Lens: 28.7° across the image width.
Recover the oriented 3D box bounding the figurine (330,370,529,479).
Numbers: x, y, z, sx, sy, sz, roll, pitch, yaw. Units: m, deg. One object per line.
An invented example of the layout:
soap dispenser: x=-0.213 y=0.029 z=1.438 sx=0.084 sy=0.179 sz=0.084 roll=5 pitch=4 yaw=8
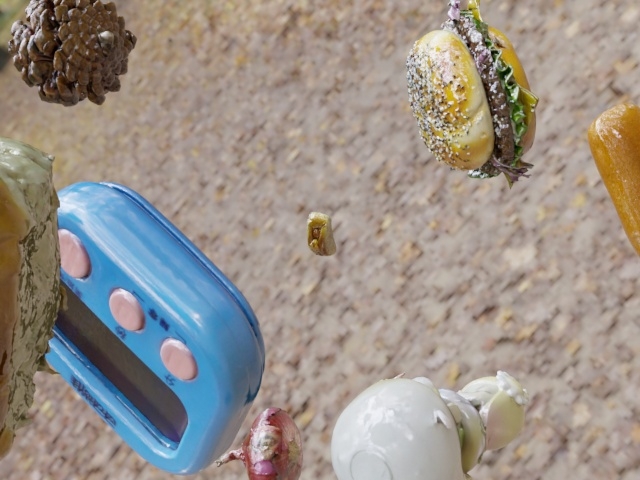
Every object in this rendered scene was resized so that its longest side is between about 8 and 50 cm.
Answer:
figurine: x=0.197 y=0.311 z=1.867 sx=0.226 sy=0.275 sz=0.394 roll=-34 pitch=-11 yaw=37

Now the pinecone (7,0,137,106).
pinecone: x=-0.338 y=-0.257 z=1.660 sx=0.173 sy=0.173 sz=0.174 roll=-42 pitch=20 yaw=20

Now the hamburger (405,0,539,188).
hamburger: x=0.139 y=-0.131 z=1.189 sx=0.093 sy=0.190 sz=0.164 roll=-18 pitch=48 yaw=-7

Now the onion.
onion: x=-0.103 y=0.349 z=2.023 sx=0.140 sy=0.150 sz=0.150 roll=-7 pitch=34 yaw=14

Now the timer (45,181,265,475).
timer: x=-0.216 y=0.103 z=1.482 sx=0.115 sy=0.340 sz=0.309 roll=-36 pitch=-18 yaw=-39

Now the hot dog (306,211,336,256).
hot dog: x=0.000 y=0.000 z=1.617 sx=0.090 sy=0.030 sz=0.034 roll=79 pitch=-155 yaw=-55

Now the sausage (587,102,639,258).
sausage: x=0.429 y=-0.066 z=1.652 sx=0.098 sy=0.238 sz=0.098 roll=-26 pitch=4 yaw=2

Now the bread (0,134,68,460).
bread: x=-0.322 y=0.035 z=0.914 sx=0.225 sy=0.250 sz=0.279 roll=-84 pitch=3 yaw=-57
